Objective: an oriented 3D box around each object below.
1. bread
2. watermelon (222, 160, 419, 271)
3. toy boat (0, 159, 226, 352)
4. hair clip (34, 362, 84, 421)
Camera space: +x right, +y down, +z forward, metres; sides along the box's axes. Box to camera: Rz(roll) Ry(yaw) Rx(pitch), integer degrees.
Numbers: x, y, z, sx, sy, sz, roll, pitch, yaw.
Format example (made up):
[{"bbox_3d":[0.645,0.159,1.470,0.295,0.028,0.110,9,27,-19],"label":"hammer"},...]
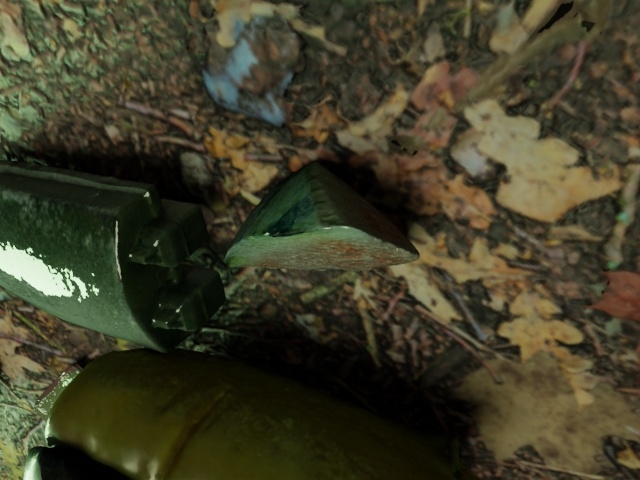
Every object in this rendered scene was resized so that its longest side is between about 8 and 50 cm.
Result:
[{"bbox_3d":[-0.052,0.214,0.635,0.376,0.251,0.208,16,86,19],"label":"bread"},{"bbox_3d":[-0.007,-0.006,0.558,0.180,0.081,0.094,1,141,46],"label":"watermelon"},{"bbox_3d":[-0.229,-0.001,0.668,0.319,0.092,0.141,11,129,30],"label":"toy boat"},{"bbox_3d":[-0.272,0.172,0.859,0.054,0.022,0.137,44,132,-7],"label":"hair clip"}]
